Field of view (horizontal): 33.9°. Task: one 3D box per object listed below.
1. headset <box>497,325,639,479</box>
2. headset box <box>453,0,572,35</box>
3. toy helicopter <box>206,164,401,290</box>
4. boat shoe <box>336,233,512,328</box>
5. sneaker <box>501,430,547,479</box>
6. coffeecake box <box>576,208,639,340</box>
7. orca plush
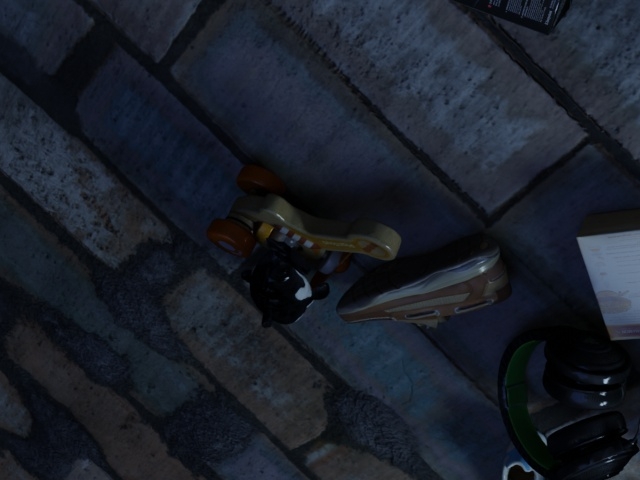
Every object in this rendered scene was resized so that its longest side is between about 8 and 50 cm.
[{"bbox_3d":[0.433,0.254,1.606,0.394,0.185,0.243,1,98,62],"label":"headset"},{"bbox_3d":[0.201,-0.423,1.342,0.293,0.110,0.218,23,130,15],"label":"headset box"},{"bbox_3d":[0.000,0.000,1.717,0.355,0.140,0.235,6,152,48],"label":"toy helicopter"},{"bbox_3d":[0.165,0.094,1.715,0.324,0.123,0.116,-19,112,40],"label":"boat shoe"},{"bbox_3d":[0.357,0.442,1.856,0.087,0.092,0.228,4,124,26],"label":"sneaker"},{"bbox_3d":[0.473,0.049,1.533,0.142,0.068,0.185,-8,116,34],"label":"coffeecake box"},{"bbox_3d":[-0.060,0.098,1.737,0.151,0.102,0.287,16,159,-9],"label":"orca plush"}]
